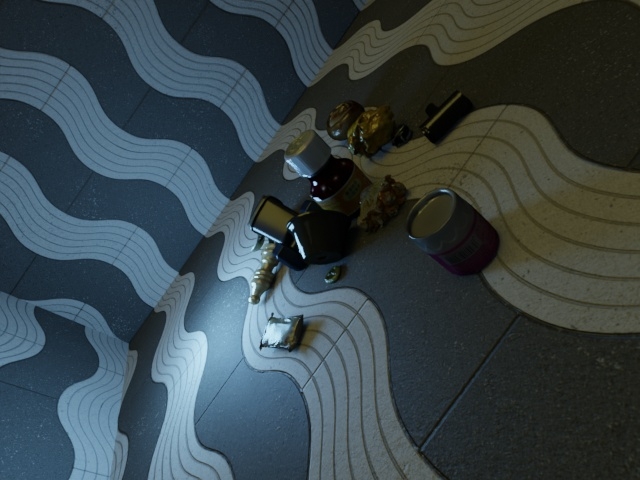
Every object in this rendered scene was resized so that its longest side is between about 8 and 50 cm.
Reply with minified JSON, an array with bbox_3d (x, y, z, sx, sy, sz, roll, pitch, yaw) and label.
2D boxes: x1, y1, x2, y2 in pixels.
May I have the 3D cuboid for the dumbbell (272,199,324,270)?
[{"bbox_3d":[-0.081,-0.025,1.886,0.324,0.160,0.144,-57,-4,-6],"label":"dumbbell"}]

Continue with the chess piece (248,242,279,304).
[{"bbox_3d":[-0.280,0.175,2.040,0.139,0.124,0.307,9,67,25],"label":"chess piece"}]

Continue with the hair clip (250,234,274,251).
[{"bbox_3d":[-0.281,-0.051,2.242,0.172,0.113,0.282,56,-126,-78],"label":"hair clip"}]

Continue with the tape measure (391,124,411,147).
[{"bbox_3d":[0.347,-0.453,1.760,0.094,0.054,0.091,-39,32,43],"label":"tape measure"}]

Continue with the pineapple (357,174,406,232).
[{"bbox_3d":[0.218,-0.148,1.568,0.236,0.115,0.186,-49,28,20],"label":"pineapple"}]

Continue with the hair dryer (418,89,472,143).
[{"bbox_3d":[0.463,-0.503,1.604,0.197,0.089,0.251,-46,22,19],"label":"hair dryer"}]

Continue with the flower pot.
[{"bbox_3d":[0.000,0.000,1.651,0.269,0.269,0.166,-28,57,43],"label":"flower pot"}]

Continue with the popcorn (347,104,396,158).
[{"bbox_3d":[0.226,-0.499,1.859,0.254,0.191,0.190,-40,67,2],"label":"popcorn"}]

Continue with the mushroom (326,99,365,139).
[{"bbox_3d":[0.136,-0.654,2.223,0.253,0.153,0.253,-37,31,28],"label":"mushroom"}]

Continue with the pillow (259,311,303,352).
[{"bbox_3d":[-0.154,0.376,1.651,0.255,0.059,0.169,-14,49,51],"label":"pillow"}]

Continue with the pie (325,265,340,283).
[{"bbox_3d":[0.048,0.135,1.627,0.084,0.021,0.084,-38,32,29],"label":"pie"}]

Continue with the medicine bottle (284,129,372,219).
[{"bbox_3d":[0.028,-0.267,1.714,0.243,0.395,0.242,-34,36,29],"label":"medicine bottle"}]

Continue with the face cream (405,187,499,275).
[{"bbox_3d":[0.354,-0.023,1.105,0.175,0.195,0.175,-38,30,27],"label":"face cream"}]

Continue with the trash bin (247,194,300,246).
[{"bbox_3d":[-0.221,-0.095,2.049,0.290,0.182,0.209,29,91,29],"label":"trash bin"}]
